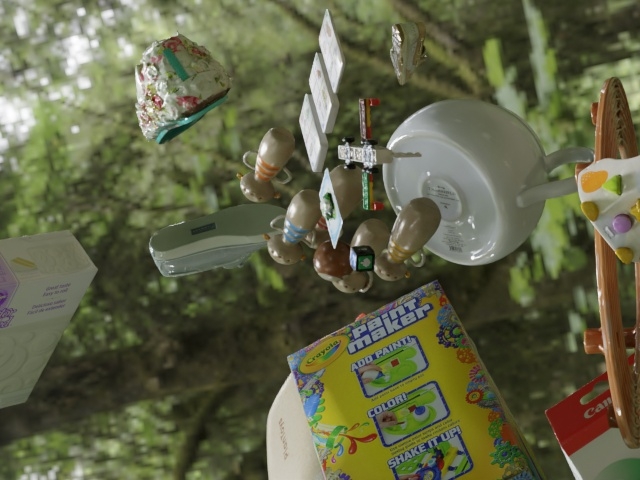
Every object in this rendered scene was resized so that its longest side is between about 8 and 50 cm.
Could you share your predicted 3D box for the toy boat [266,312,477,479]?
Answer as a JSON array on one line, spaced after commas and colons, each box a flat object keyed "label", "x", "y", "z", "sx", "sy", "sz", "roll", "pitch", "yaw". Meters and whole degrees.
[{"label": "toy boat", "x": 0.053, "y": 0.213, "z": 1.650, "sx": 0.318, "sy": 0.148, "sz": 0.267, "roll": -58, "pitch": 24, "yaw": 33}]

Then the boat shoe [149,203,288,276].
[{"label": "boat shoe", "x": -0.152, "y": 0.005, "z": 2.222, "sx": 0.079, "sy": 0.228, "sz": 0.081, "roll": -104, "pitch": 2, "yaw": -47}]

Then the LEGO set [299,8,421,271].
[{"label": "LEGO set", "x": 0.037, "y": -0.093, "z": 1.475, "sx": 0.182, "sy": 0.060, "sz": 0.244, "roll": 106, "pitch": 156, "yaw": -52}]

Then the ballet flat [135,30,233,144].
[{"label": "ballet flat", "x": -0.126, "y": -0.138, "z": 1.240, "sx": 0.077, "sy": 0.091, "sz": 0.241, "roll": 57, "pitch": 168, "yaw": -6}]

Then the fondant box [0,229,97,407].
[{"label": "fondant box", "x": -0.521, "y": 0.140, "z": 2.202, "sx": 0.238, "sy": 0.330, "sz": 0.096, "roll": -11, "pitch": -128, "yaw": -46}]

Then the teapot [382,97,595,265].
[{"label": "teapot", "x": 0.229, "y": -0.101, "z": 1.975, "sx": 0.256, "sy": 0.187, "sz": 0.252, "roll": 47, "pitch": 145, "yaw": 11}]

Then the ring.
[{"label": "ring", "x": 0.267, "y": 0.020, "z": 1.281, "sx": 0.336, "sy": 0.032, "sz": 0.336, "roll": -4, "pitch": -90, "yaw": -71}]

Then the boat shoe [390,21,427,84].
[{"label": "boat shoe", "x": 0.123, "y": -0.255, "z": 1.927, "sx": 0.135, "sy": 0.045, "sz": 0.050, "roll": 89, "pitch": 164, "yaw": -72}]

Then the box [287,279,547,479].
[{"label": "box", "x": 0.128, "y": 0.250, "z": 1.373, "sx": 0.290, "sy": 0.177, "sz": 0.279, "roll": 58, "pitch": -174, "yaw": -37}]

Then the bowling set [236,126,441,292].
[{"label": "bowling set", "x": 0.000, "y": 0.000, "z": 1.874, "sx": 0.154, "sy": 0.287, "sz": 0.200, "roll": -60, "pitch": 3, "yaw": 44}]

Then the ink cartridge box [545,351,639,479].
[{"label": "ink cartridge box", "x": 0.441, "y": 0.283, "z": 2.050, "sx": 0.056, "sy": 0.181, "sz": 0.224, "roll": 50, "pitch": 171, "yaw": 50}]

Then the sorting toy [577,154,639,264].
[{"label": "sorting toy", "x": 0.235, "y": -0.029, "z": 1.018, "sx": 0.083, "sy": 0.075, "sz": 0.045, "roll": 50, "pitch": -144, "yaw": -5}]
